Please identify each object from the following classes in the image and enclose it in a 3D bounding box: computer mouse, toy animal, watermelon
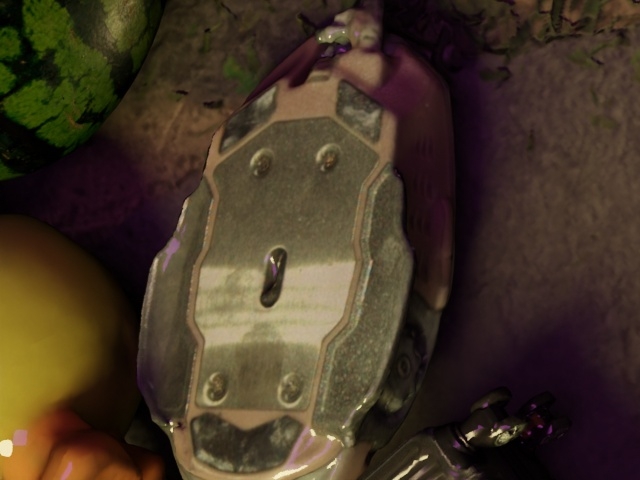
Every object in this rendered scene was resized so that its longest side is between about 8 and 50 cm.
[{"bbox_3d":[0.003,0.004,1.122,0.200,0.115,0.389,1,70,32],"label":"computer mouse"},{"bbox_3d":[-0.229,0.070,1.153,0.338,0.216,0.191,35,84,22],"label":"toy animal"},{"bbox_3d":[-0.239,-0.185,1.118,0.285,0.285,0.285,0,90,18],"label":"watermelon"}]

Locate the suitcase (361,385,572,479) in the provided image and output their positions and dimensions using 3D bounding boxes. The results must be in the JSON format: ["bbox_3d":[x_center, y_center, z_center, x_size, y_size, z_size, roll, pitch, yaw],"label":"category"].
[{"bbox_3d":[0.058,0.250,1.069,0.312,0.128,0.202,-43,65,19],"label":"suitcase"}]
